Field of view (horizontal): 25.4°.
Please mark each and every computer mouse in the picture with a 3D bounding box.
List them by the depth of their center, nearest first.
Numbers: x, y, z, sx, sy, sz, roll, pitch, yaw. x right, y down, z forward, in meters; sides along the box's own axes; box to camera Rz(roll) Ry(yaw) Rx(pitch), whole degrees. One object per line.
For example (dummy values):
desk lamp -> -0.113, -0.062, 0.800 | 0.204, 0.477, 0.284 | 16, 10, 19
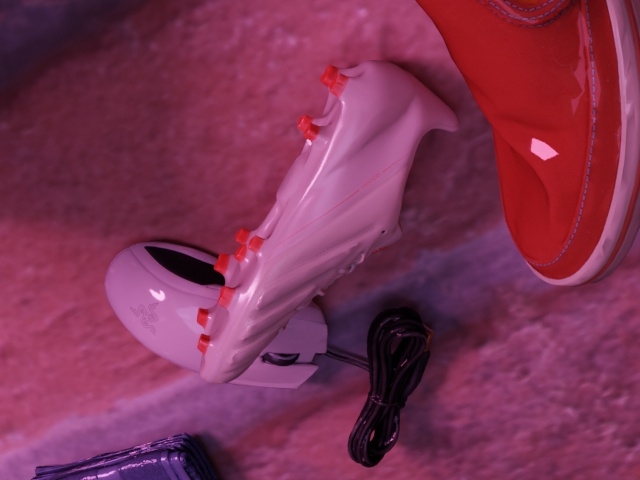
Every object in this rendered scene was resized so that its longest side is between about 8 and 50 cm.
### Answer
computer mouse -> -0.035, 0.061, 0.811 | 0.193, 0.042, 0.106 | 19, 124, -4

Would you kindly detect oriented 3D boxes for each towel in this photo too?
towel -> -0.122, 0.161, 0.895 | 0.119, 0.029, 0.067 | -17, 118, 17

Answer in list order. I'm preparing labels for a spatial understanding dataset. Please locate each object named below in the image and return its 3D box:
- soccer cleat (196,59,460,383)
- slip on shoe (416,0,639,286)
soccer cleat -> 0.000, 0.000, 0.737 | 0.076, 0.068, 0.196 | 26, 105, -15
slip on shoe -> 0.072, -0.127, 0.621 | 0.101, 0.123, 0.331 | -21, 116, -14
